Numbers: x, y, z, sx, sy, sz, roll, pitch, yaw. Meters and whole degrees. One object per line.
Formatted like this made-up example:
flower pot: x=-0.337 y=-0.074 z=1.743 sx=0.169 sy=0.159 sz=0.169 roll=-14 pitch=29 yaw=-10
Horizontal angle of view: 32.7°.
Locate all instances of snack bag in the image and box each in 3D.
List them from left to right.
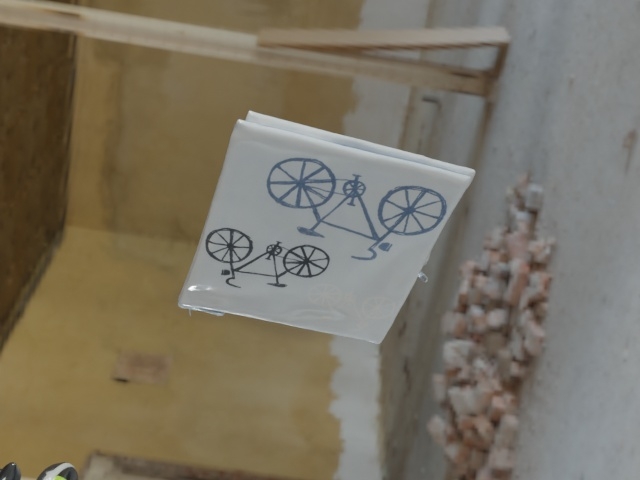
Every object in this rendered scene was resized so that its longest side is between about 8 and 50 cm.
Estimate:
snack bag: x=0.000 y=0.000 z=1.475 sx=0.037 sy=0.323 sz=0.342 roll=-94 pitch=21 yaw=-49

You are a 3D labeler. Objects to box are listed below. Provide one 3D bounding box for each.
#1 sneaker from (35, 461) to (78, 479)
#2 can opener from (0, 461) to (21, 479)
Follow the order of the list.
sneaker: x=-0.271 y=0.333 z=1.174 sx=0.234 sy=0.097 sz=0.084 roll=-92 pitch=4 yaw=-60
can opener: x=-0.438 y=0.368 z=1.381 sx=0.073 sy=0.059 sz=0.186 roll=79 pitch=-149 yaw=-50
